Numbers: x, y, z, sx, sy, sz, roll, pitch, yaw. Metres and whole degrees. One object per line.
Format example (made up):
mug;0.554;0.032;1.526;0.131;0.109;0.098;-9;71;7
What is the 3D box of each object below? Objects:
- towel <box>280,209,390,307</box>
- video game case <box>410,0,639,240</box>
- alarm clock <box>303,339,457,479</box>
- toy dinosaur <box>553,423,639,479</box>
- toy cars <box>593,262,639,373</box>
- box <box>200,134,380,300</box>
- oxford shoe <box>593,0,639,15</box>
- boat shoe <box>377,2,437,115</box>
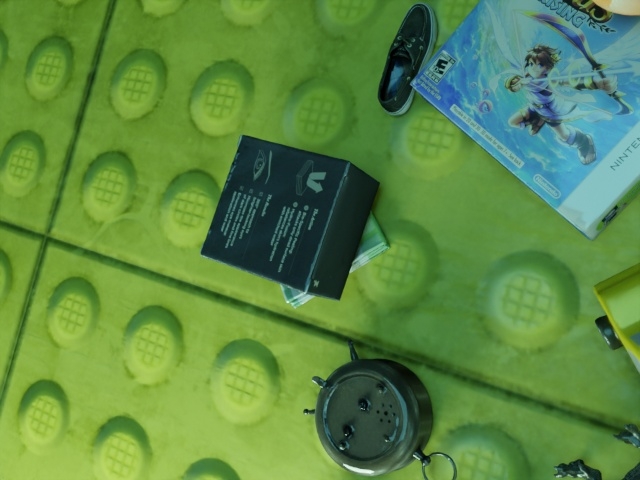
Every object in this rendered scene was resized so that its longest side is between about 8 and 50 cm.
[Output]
towel;0.000;0.000;0.945;0.152;0.023;0.113;-34;69;19
video game case;0.271;-0.179;0.810;0.244;0.061;0.269;-49;64;11
alarm clock;0.072;0.209;0.854;0.192;0.064;0.129;34;98;25
toy dinosaur;0.287;0.248;0.712;0.268;0.064;0.118;-32;49;18
toy cars;0.354;0.008;0.684;0.176;0.087;0.393;13;96;14
box;-0.036;-0.026;0.905;0.158;0.093;0.156;18;87;29
oxford shoe;0.300;-0.405;0.758;0.130;0.132;0.363;-9;62;6
boat shoe;0.104;-0.222;0.915;0.049;0.040;0.142;15;89;29
